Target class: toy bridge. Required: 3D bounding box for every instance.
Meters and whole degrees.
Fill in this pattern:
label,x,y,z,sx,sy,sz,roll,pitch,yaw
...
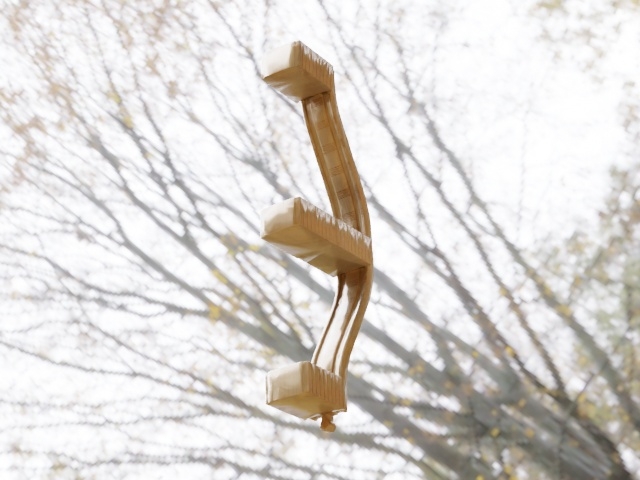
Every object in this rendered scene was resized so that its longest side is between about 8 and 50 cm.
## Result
label,x,y,z,sx,sy,sz,roll,pitch,yaw
toy bridge,0.000,0.000,0.618,0.063,0.026,0.188,30,-130,-47
